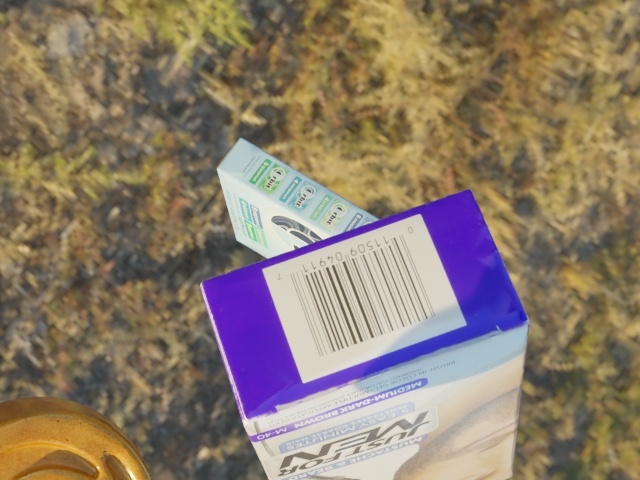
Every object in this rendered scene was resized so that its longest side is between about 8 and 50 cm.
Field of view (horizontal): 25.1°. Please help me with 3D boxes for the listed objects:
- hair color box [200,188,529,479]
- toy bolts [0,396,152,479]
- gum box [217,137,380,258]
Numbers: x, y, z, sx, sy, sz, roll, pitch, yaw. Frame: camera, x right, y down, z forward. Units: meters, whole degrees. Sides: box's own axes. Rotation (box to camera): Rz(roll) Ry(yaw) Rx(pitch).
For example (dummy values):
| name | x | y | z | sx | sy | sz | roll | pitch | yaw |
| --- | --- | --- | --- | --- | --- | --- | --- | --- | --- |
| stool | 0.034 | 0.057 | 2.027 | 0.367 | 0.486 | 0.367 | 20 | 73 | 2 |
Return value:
| name | x | y | z | sx | sy | sz | roll | pitch | yaw |
| --- | --- | --- | --- | --- | --- | --- | --- | --- | --- |
| hair color box | 0.040 | 0.107 | 1.015 | 0.185 | 0.110 | 0.339 | -19 | 156 | -3 |
| toy bolts | -0.160 | 0.190 | 0.614 | 0.218 | 0.158 | 0.228 | -30 | 94 | -24 |
| gum box | 0.000 | 0.000 | 1.291 | 0.041 | 0.184 | 0.157 | -55 | 164 | -18 |
